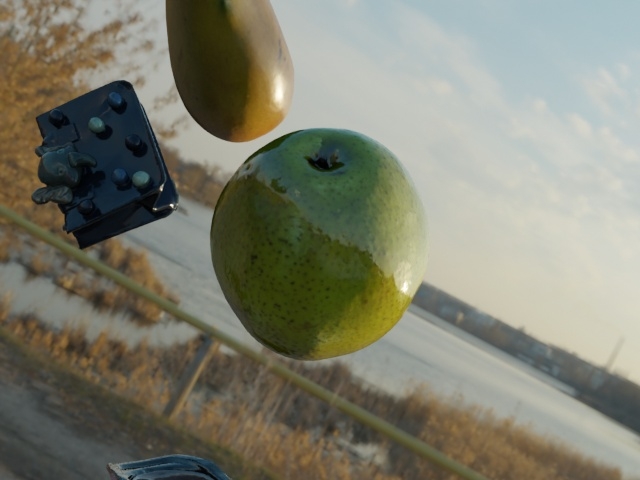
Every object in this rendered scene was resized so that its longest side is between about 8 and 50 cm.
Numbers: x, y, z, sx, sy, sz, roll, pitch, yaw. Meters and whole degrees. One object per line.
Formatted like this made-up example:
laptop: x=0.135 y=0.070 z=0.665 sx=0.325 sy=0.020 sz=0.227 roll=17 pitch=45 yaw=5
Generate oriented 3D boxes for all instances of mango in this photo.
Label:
mango: x=-0.139 y=-0.292 z=1.382 sx=0.211 sy=0.173 sz=0.317 roll=-119 pitch=-166 yaw=-50

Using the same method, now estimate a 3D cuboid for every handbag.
handbag: x=-0.466 y=-0.161 z=1.972 sx=0.118 sy=0.269 sz=0.326 roll=71 pitch=-5 yaw=-59

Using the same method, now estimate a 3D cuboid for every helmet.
helmet: x=-0.218 y=0.429 z=1.481 sx=0.198 sy=0.154 sz=0.253 roll=3 pitch=-4 yaw=-45

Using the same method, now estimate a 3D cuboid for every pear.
pear: x=0.000 y=0.000 z=1.151 sx=0.294 sy=0.294 sz=0.294 roll=28 pitch=0 yaw=0
